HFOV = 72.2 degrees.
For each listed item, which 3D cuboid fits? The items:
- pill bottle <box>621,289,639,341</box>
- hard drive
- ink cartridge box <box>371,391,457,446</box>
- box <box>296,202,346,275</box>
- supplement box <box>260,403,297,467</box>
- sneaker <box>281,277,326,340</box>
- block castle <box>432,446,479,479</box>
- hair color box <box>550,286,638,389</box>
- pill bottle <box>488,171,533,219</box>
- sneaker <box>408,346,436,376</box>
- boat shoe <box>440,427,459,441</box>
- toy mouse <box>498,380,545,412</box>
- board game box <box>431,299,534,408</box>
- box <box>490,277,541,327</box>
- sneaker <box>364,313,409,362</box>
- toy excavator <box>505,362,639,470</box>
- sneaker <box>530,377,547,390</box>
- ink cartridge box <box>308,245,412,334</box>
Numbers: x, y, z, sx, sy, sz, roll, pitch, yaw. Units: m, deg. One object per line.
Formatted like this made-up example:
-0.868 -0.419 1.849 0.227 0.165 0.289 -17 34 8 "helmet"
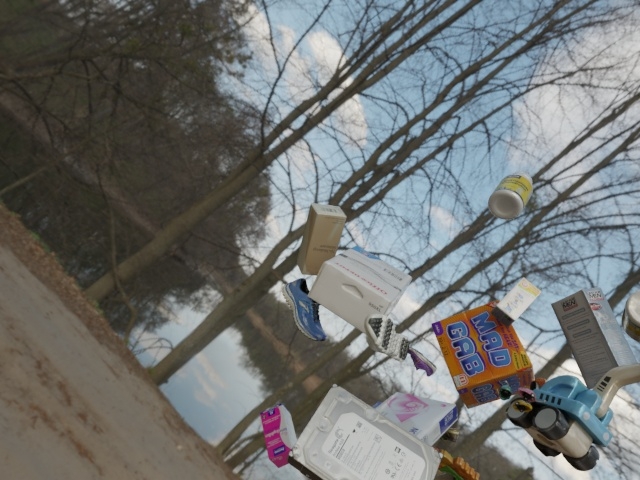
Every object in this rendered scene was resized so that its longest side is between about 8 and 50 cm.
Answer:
0.925 0.223 1.242 0.118 0.117 0.208 38 -4 39 "pill bottle"
0.116 0.557 1.126 0.339 0.237 0.064 29 -43 17 "hard drive"
0.239 0.612 1.477 0.330 0.324 0.071 -3 -84 41 "ink cartridge box"
0.000 0.000 1.991 0.121 0.148 0.310 -119 -142 -58 "box"
-0.176 0.851 1.919 0.220 0.111 0.113 -115 -179 -48 "supplement box"
-0.055 0.317 2.051 0.329 0.147 0.130 60 16 22 "sneaker"
0.429 0.918 1.532 0.453 0.303 0.213 42 -52 -2 "block castle"
1.131 0.402 1.813 0.185 0.114 0.374 121 -39 -57 "hair color box"
0.607 -0.149 1.387 0.103 0.184 0.103 22 -48 27 "pill bottle"
0.430 0.533 1.942 0.170 0.071 0.068 40 3 33 "sneaker"
0.452 0.708 1.603 0.056 0.049 0.152 16 -23 -6 "boat shoe"
0.651 0.507 1.452 0.143 0.031 0.161 52 -42 -9 "toy mouse"
0.819 0.581 2.211 0.356 0.357 0.356 53 18 -48 "board game box"
0.903 0.286 2.029 0.103 0.203 0.114 43 -16 23 "box"
0.195 0.320 1.445 0.119 0.110 0.292 6 -28 34 "sneaker"
0.958 0.565 1.557 0.222 0.445 0.433 45 -16 -7 "toy excavator"
0.962 0.719 1.855 0.121 0.262 0.099 39 -43 -9 "sneaker"
0.168 0.182 1.740 0.286 0.166 0.395 31 18 16 "ink cartridge box"
